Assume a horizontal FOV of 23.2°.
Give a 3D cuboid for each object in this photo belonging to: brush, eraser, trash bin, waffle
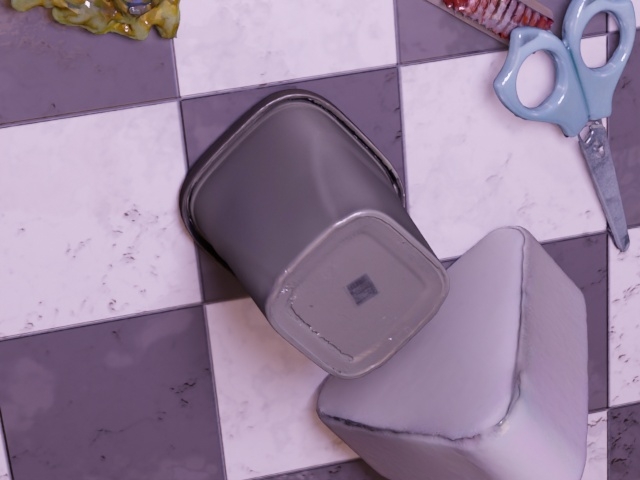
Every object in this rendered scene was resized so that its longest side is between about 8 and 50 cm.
[{"bbox_3d":[0.118,-0.289,1.683,0.321,0.050,0.060,25,108,-22],"label":"brush"},{"bbox_3d":[0.180,0.176,1.757,0.331,0.331,0.150,-41,117,5],"label":"eraser"},{"bbox_3d":[0.000,0.000,1.665,0.220,0.250,0.219,-46,122,7],"label":"trash bin"},{"bbox_3d":[-0.212,-0.315,1.578,0.204,0.054,0.223,13,109,-19],"label":"waffle"}]

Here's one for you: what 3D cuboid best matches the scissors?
[{"bbox_3d":[0.310,-0.121,1.798,0.191,0.029,0.360,-34,129,-14],"label":"scissors"}]
